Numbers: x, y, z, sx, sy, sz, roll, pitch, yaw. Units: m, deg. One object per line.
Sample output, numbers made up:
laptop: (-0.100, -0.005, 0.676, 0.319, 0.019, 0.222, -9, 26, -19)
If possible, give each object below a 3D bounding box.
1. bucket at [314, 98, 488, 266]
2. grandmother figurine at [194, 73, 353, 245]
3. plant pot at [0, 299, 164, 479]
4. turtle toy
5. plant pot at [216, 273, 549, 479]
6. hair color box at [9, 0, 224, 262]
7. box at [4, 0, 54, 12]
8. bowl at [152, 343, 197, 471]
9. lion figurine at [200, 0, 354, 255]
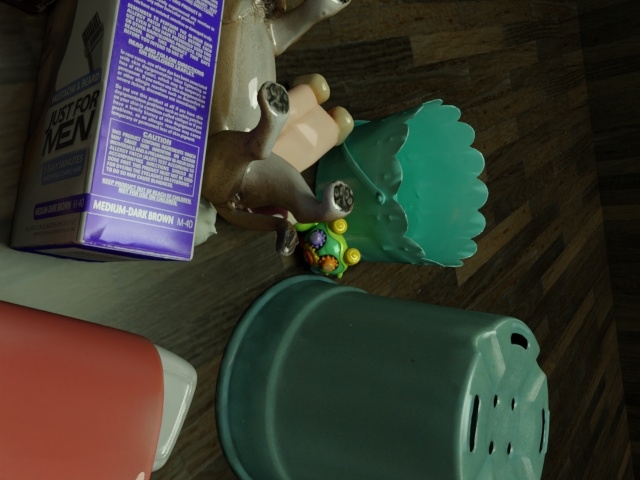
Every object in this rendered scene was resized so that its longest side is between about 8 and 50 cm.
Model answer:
bucket: (0.136, -0.085, 0.867, 0.281, 0.183, 0.281, 3, 87, -49)
grandmother figurine: (-0.090, -0.099, 0.689, 0.208, 0.104, 0.342, 48, 53, 0)
plant pot: (-0.287, 0.148, 0.355, 0.243, 0.275, 0.274, 34, 63, -30)
turtle toy: (0.000, 0.000, 0.792, 0.066, 0.095, 0.130, -25, 92, -22)
plant pot: (0.097, 0.216, 0.702, 0.341, 0.334, 0.340, 4, 85, -48)
hair color box: (-0.194, -0.152, 0.503, 0.110, 0.185, 0.338, 15, 77, -44)
box: (-0.275, -0.343, 0.432, 0.167, 0.169, 0.203, 15, 78, -46)
bowl: (-0.205, 0.184, 0.578, 0.142, 0.053, 0.141, 37, 61, -39)
lion figurine: (-0.085, -0.156, 0.557, 0.142, 0.240, 0.391, 22, 66, -39)
